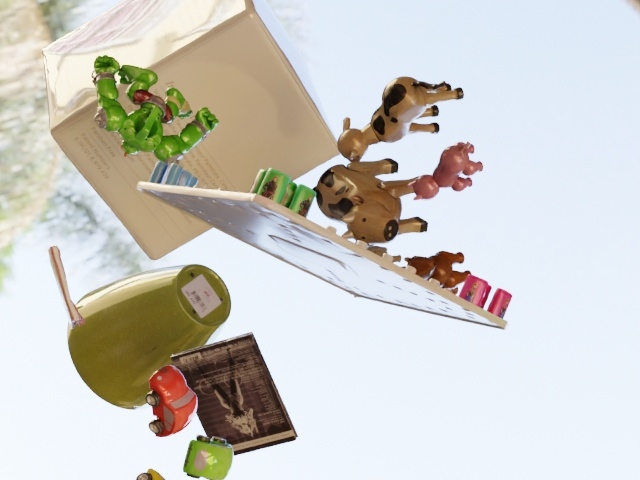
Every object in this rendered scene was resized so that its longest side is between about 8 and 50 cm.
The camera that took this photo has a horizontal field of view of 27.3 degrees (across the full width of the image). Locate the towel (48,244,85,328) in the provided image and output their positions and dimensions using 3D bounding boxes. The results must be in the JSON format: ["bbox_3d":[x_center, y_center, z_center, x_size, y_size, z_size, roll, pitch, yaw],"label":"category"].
[{"bbox_3d":[-0.465,0.086,2.418,0.197,0.029,0.144,144,-73,-77],"label":"towel"}]

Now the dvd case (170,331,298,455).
[{"bbox_3d":[-0.155,0.283,2.379,0.164,0.018,0.221,-17,-74,18],"label":"dvd case"}]

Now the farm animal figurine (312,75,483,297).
[{"bbox_3d":[0.087,-0.069,1.943,0.326,0.172,0.330,3,-81,63],"label":"farm animal figurine"}]

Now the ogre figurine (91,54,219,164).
[{"bbox_3d":[-0.256,-0.185,1.938,0.096,0.118,0.197,-18,-49,39],"label":"ogre figurine"}]

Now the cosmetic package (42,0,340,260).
[{"bbox_3d":[-0.231,-0.247,2.307,0.327,0.393,0.329,56,9,-35],"label":"cosmetic package"}]

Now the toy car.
[{"bbox_3d":[-0.178,0.299,1.816,0.053,0.225,0.239,13,-93,31],"label":"toy car"}]

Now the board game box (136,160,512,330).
[{"bbox_3d":[0.000,0.000,1.710,0.390,0.390,0.050,9,-106,61],"label":"board game box"}]

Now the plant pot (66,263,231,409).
[{"bbox_3d":[-0.320,0.168,2.673,0.293,0.274,0.275,-31,-99,41],"label":"plant pot"}]
